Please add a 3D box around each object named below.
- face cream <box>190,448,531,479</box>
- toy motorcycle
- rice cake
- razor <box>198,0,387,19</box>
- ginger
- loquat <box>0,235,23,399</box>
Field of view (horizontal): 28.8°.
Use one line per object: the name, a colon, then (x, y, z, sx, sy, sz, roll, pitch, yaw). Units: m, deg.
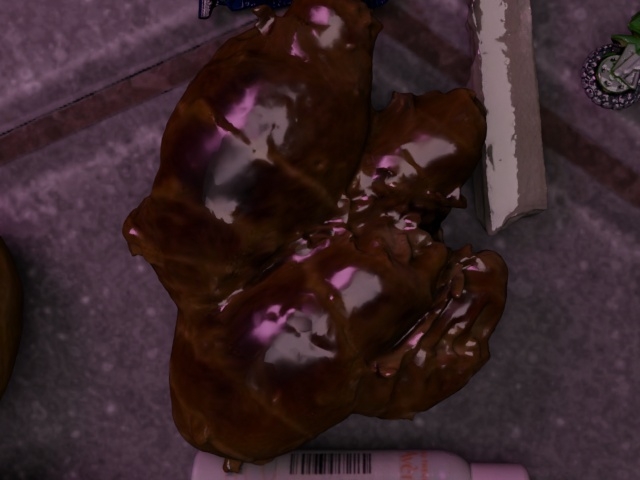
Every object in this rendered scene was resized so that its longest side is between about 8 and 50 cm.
face cream: (0.034, 0.204, 0.990, 0.268, 0.082, 0.082, -1, 93, 3)
toy motorcycle: (0.301, -0.132, 0.966, 0.190, 0.074, 0.106, 16, 86, 2)
rice cake: (0.139, -0.133, 0.976, 0.057, 0.052, 0.256, -7, 94, -30)
razor: (-0.020, -0.197, 0.995, 0.154, 0.028, 0.044, 1, 89, 4)
ginger: (-0.005, -0.010, 0.932, 0.274, 0.152, 0.358, -8, 93, 13)
loquat: (-0.332, 0.068, 0.941, 0.213, 0.213, 0.213, 0, 93, 3)
